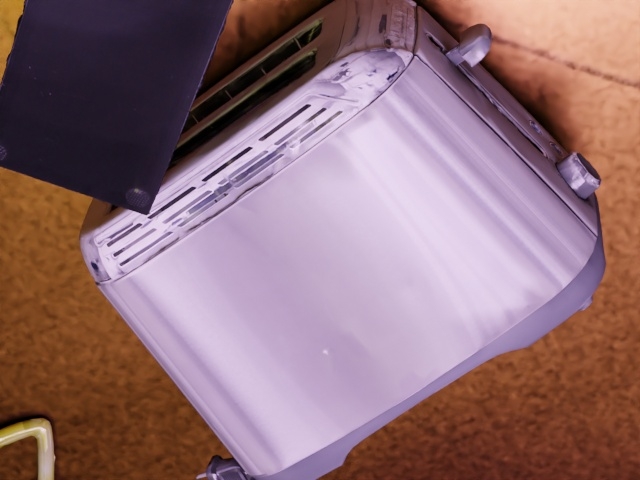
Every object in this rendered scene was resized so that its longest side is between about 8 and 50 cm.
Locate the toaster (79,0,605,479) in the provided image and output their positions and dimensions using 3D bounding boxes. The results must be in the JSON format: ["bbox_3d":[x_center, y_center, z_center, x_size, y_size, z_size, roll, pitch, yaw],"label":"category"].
[{"bbox_3d":[0.000,0.000,0.844,0.227,0.129,0.146,-34,107,19],"label":"toaster"}]

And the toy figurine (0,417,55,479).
[{"bbox_3d":[-0.216,0.281,0.939,0.191,0.217,0.363,3,117,0],"label":"toy figurine"}]

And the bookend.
[{"bbox_3d":[-0.067,-0.124,0.781,0.072,0.157,0.156,19,128,-8],"label":"bookend"}]
